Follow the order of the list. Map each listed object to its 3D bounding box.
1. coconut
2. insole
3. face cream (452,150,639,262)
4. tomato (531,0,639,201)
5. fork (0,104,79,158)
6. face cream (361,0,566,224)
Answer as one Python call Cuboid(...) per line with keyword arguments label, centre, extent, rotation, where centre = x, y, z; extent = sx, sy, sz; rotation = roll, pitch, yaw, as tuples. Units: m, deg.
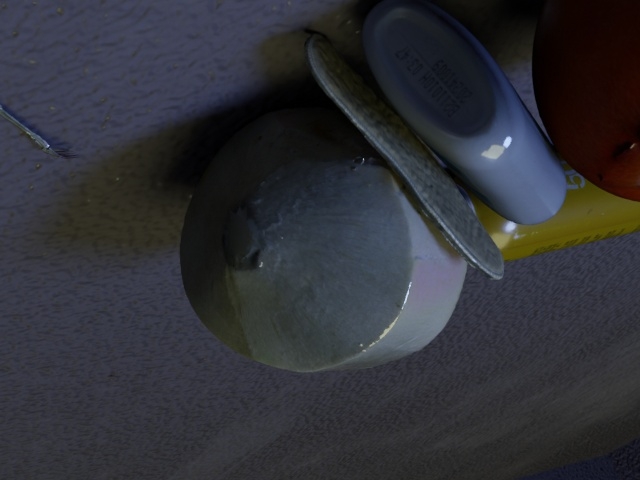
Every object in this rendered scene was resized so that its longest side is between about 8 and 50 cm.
Cuboid(label="coconut", centre=(0.003, 0.003, 1.102), extent=(0.241, 0.241, 0.241), rotation=(-20, 160, -8))
Cuboid(label="insole", centre=(0.069, -0.064, 1.038), extent=(0.011, 0.081, 0.248), rotation=(-31, 115, 26))
Cuboid(label="face cream", centre=(0.245, -0.041, 1.413), extent=(0.348, 0.105, 0.105), rotation=(-12, 157, -27))
Cuboid(label="tomato", centre=(0.288, -0.141, 1.031), extent=(0.255, 0.225, 0.256), rotation=(-15, 161, -5))
Cuboid(label="fork", centre=(-0.208, -0.077, 0.974), extent=(0.016, 0.012, 0.115), rotation=(11, 169, 21))
Cuboid(label="face cream", centre=(0.136, -0.086, 1.107), extent=(0.080, 0.163, 0.336), rotation=(-40, 158, 7))
